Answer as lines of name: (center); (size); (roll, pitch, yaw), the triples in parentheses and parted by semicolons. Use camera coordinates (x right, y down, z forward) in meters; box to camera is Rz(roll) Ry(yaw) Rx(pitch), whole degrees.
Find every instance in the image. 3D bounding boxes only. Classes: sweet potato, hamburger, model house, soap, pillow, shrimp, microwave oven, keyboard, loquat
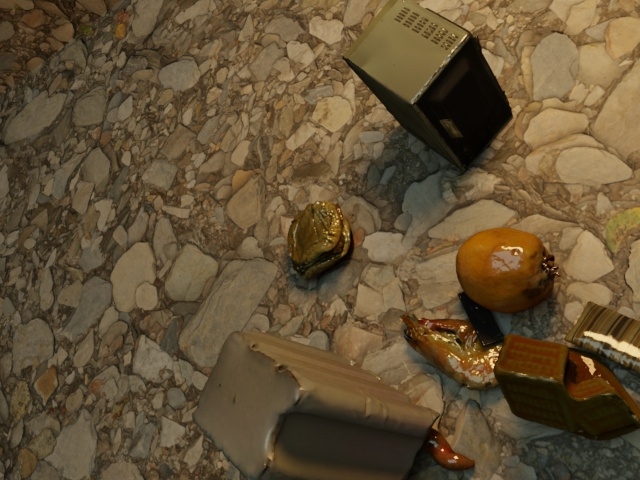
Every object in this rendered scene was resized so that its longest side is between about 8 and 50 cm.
sweet potato: (0.241, 0.444, 1.362); (0.202, 0.055, 0.058); (23, 114, 38)
hamburger: (0.000, 0.000, 1.669); (0.206, 0.130, 0.183); (-34, 53, 40)
model house: (0.459, 0.270, 1.177); (0.268, 0.239, 0.173); (5, 73, 35)
soap: (-0.017, 0.357, 1.295); (0.350, 0.435, 0.212); (25, 89, 48)
pillow: (0.602, 0.200, 1.226); (0.203, 0.038, 0.113); (26, 64, 39)
shrimp: (0.299, 0.230, 1.413); (0.294, 0.062, 0.154); (27, 75, 34)
microwave oven: (0.275, -0.373, 1.481); (0.218, 0.355, 0.286); (-50, 53, 6)
keyboard: (0.359, 0.171, 1.396); (0.053, 0.010, 0.155); (-17, 47, 1)
loquat: (0.396, 0.064, 1.330); (0.234, 0.187, 0.176); (3, 65, 42)
